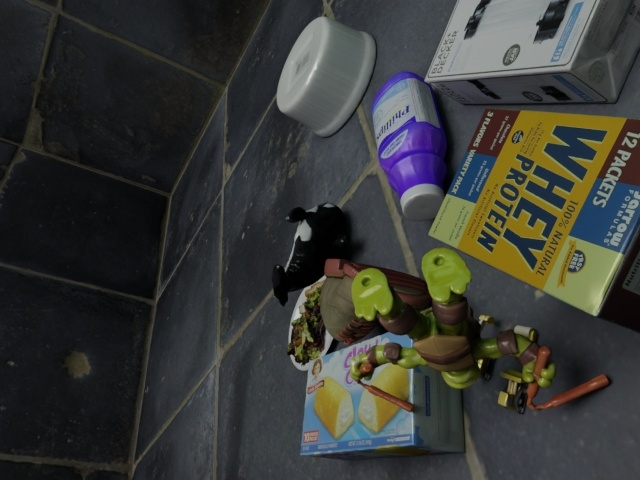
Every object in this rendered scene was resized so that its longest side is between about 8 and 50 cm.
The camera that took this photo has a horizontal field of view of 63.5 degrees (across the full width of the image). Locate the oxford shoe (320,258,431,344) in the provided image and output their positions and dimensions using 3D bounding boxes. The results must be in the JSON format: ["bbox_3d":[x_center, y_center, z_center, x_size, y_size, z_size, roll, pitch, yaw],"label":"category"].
[{"bbox_3d":[0.073,0.104,0.793,0.348,0.123,0.130,176,109,-82],"label":"oxford shoe"}]

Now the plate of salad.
[{"bbox_3d":[-0.024,0.161,1.043,0.200,0.048,0.199,-41,39,44],"label":"plate of salad"}]

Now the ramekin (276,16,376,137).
[{"bbox_3d":[0.003,-0.410,1.283,0.277,0.135,0.277,-42,38,45],"label":"ramekin"}]

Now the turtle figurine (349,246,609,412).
[{"bbox_3d":[0.136,0.097,0.529,0.270,0.217,0.087,-6,49,28],"label":"turtle figurine"}]

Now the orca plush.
[{"bbox_3d":[0.000,0.000,0.982,0.102,0.151,0.287,-21,8,32],"label":"orca plush"}]

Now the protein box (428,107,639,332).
[{"bbox_3d":[0.249,-0.009,0.451,0.135,0.201,0.200,-67,26,7],"label":"protein box"}]

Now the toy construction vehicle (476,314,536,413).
[{"bbox_3d":[0.210,0.143,0.614,0.086,0.035,0.098,10,81,64],"label":"toy construction vehicle"}]

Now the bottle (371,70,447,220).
[{"bbox_3d":[0.152,-0.160,0.869,0.118,0.092,0.282,-44,37,41],"label":"bottle"}]

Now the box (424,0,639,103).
[{"bbox_3d":[0.282,-0.279,0.704,0.169,0.087,0.290,-68,26,6],"label":"box"}]

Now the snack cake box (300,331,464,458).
[{"bbox_3d":[0.079,0.230,0.749,0.264,0.089,0.152,-35,44,50],"label":"snack cake box"}]
